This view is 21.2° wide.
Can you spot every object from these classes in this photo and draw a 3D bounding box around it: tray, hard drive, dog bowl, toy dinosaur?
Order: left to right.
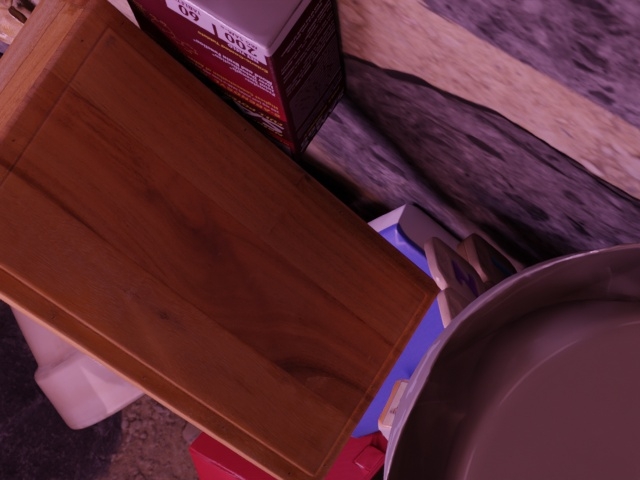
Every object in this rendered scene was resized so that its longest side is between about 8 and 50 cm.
[{"bbox_3d":[-0.305,-0.210,1.697,0.093,0.053,0.183,28,167,26],"label":"toy dinosaur"},{"bbox_3d":[-0.093,0.014,1.260,0.076,0.203,0.411,23,168,48],"label":"tray"},{"bbox_3d":[0.056,0.086,1.607,0.210,0.040,0.319,38,145,-19],"label":"hard drive"},{"bbox_3d":[0.199,0.163,1.102,0.349,0.348,0.102,37,-178,-12],"label":"dog bowl"}]

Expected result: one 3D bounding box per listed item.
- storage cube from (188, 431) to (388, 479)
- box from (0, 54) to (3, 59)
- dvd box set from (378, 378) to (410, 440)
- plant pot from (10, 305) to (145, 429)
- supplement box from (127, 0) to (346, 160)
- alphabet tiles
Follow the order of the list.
[{"bbox_3d":[-0.002,0.257,1.840,0.193,0.215,0.183,26,145,30],"label":"storage cube"},{"bbox_3d":[-0.345,-0.134,2.086,0.307,0.076,0.242,26,167,37],"label":"box"},{"bbox_3d":[0.292,0.258,1.570,0.420,0.062,0.307,7,147,36],"label":"dvd box set"},{"bbox_3d":[-0.189,-0.032,1.575,0.280,0.323,0.323,52,167,-6],"label":"plant pot"},{"bbox_3d":[-0.059,-0.147,1.179,0.130,0.073,0.239,32,170,11],"label":"supplement box"},{"bbox_3d":[0.176,0.123,1.332,0.278,0.021,0.284,37,-153,-35],"label":"alphabet tiles"}]
